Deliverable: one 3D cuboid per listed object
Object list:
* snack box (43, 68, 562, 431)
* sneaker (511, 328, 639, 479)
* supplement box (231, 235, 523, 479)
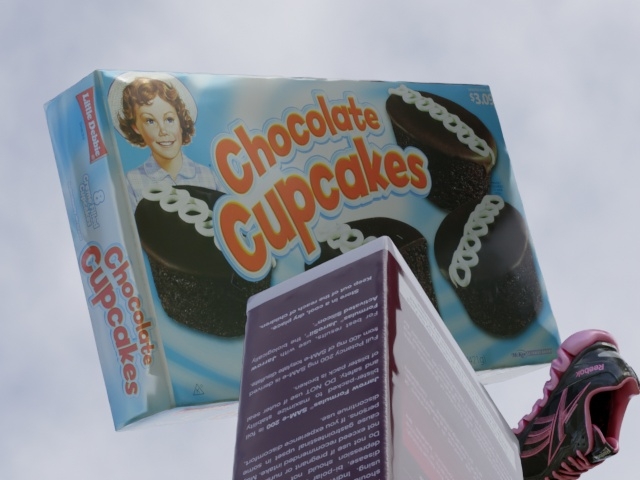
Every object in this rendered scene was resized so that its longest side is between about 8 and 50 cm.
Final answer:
[{"bbox_3d":[0.000,0.000,1.100,0.322,0.187,0.060,-3,-16,-44],"label":"snack box"},{"bbox_3d":[0.137,0.109,1.026,0.047,0.057,0.119,12,-70,-33],"label":"sneaker"},{"bbox_3d":[0.026,0.120,0.719,0.073,0.239,0.130,-25,-62,16],"label":"supplement box"}]
